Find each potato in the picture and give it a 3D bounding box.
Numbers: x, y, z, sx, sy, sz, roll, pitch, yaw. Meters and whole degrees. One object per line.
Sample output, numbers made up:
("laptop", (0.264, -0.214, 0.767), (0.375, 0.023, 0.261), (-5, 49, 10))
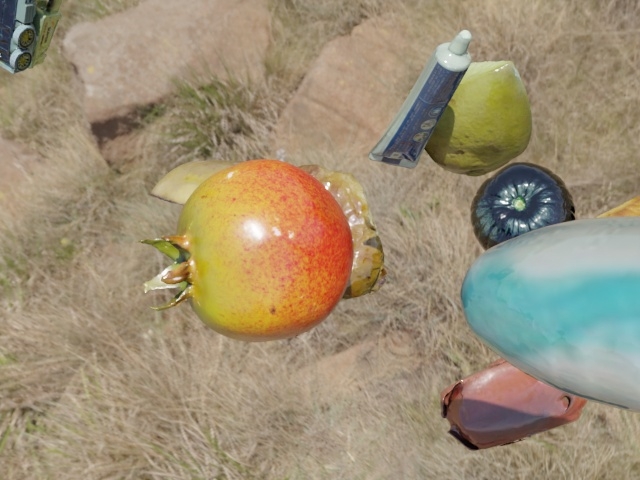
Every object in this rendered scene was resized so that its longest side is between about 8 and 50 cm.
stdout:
("potato", (-0.154, -0.090, 1.168), (0.261, 0.120, 0.100), (15, 93, -2))
("potato", (0.175, -0.119, 0.779), (0.081, 0.149, 0.120), (-39, 22, -12))

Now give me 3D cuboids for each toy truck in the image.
("toy truck", (-0.370, -0.299, 0.890), (0.077, 0.169, 0.100), (30, 32, 10))

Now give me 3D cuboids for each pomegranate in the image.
("pomegranate", (-0.084, 0.019, 0.832), (0.256, 0.221, 0.221), (-14, 54, -25))

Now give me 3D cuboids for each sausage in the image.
("sausage", (0.351, 0.285, 1.277), (0.279, 0.152, 0.152), (-29, 55, 25))

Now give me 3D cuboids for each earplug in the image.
("earplug", (0.251, 0.052, 0.515), (0.324, 0.185, 0.185), (5, 62, 45))

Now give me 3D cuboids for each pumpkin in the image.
("pumpkin", (0.389, -0.051, 1.360), (0.202, 0.140, 0.202), (-7, 70, 19))

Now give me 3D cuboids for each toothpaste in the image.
("toothpaste", (0.104, -0.135, 0.707), (0.057, 0.197, 0.035), (11, 58, -11))

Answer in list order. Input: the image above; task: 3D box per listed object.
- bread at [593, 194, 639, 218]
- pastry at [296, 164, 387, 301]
("bread", (0.647, 0.010, 1.444), (0.344, 0.195, 0.149), (-27, 65, 6))
("pastry", (0.000, 0.000, 1.062), (0.229, 0.100, 0.218), (36, 85, 13))
